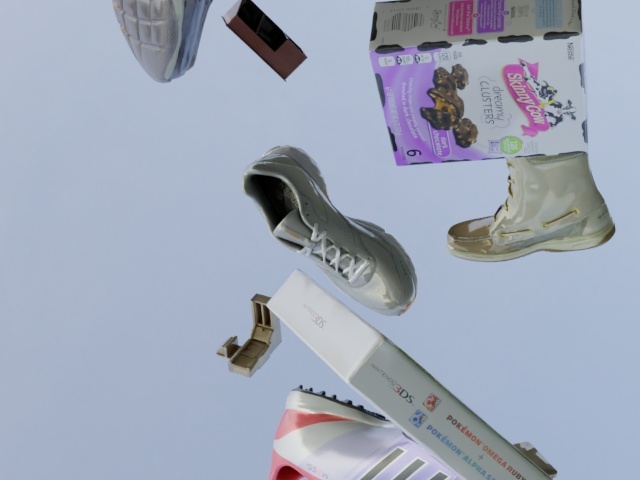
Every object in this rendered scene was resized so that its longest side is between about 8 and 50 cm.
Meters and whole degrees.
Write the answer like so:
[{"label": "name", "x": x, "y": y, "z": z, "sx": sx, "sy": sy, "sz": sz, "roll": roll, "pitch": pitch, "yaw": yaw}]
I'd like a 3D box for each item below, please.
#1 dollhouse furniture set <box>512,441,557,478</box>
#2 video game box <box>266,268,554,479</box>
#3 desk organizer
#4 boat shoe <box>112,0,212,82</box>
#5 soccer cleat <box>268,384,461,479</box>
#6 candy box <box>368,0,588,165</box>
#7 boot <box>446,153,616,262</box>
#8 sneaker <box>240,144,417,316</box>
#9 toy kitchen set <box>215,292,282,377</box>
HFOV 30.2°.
[{"label": "dollhouse furniture set", "x": 0.204, "y": 0.392, "z": 1.521, "sx": 0.135, "sy": 0.259, "sz": 0.262, "roll": -4, "pitch": -152, "yaw": -26}, {"label": "video game box", "x": 0.063, "y": 0.114, "z": 0.904, "sx": 0.187, "sy": 0.205, "sz": 0.048, "roll": 44, "pitch": -94, "yaw": -21}, {"label": "desk organizer", "x": -0.083, "y": -0.303, "z": 1.772, "sx": 0.130, "sy": 0.050, "sz": 0.047, "roll": 41, "pitch": -169, "yaw": -28}, {"label": "boat shoe", "x": -0.114, "y": -0.296, "z": 1.114, "sx": 0.130, "sy": 0.355, "sz": 0.132, "roll": -19, "pitch": -123, "yaw": -27}, {"label": "soccer cleat", "x": 0.070, "y": 0.242, "z": 1.245, "sx": 0.108, "sy": 0.318, "sz": 0.116, "roll": 31, "pitch": -104, "yaw": -43}, {"label": "candy box", "x": 0.158, "y": -0.156, "z": 1.150, "sx": 0.196, "sy": 0.165, "sz": 0.070, "roll": -3, "pitch": -129, "yaw": 13}, {"label": "boot", "x": 0.237, "y": -0.061, "z": 1.446, "sx": 0.165, "sy": 0.213, "sz": 0.077, "roll": 67, "pitch": -149, "yaw": -27}, {"label": "sneaker", "x": 0.000, "y": 0.000, "z": 1.415, "sx": 0.262, "sy": 0.099, "sz": 0.121, "roll": 44, "pitch": -156, "yaw": 9}, {"label": "toy kitchen set", "x": -0.103, "y": 0.121, "z": 1.564, "sx": 0.068, "sy": 0.075, "sz": 0.083, "roll": 14, "pitch": -142, "yaw": 24}]
